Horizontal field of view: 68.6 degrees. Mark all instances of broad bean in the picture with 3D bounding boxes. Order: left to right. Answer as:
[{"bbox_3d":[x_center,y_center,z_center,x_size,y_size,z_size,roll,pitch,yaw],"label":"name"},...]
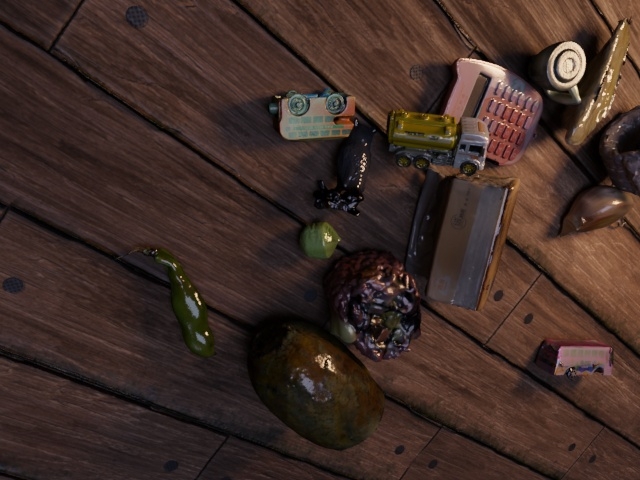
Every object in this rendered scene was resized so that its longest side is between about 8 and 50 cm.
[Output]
[{"bbox_3d":[-0.311,0.137,1.040,0.098,0.056,0.317,-29,112,-1],"label":"broad bean"}]

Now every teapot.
[{"bbox_3d":[0.571,-0.408,1.130,0.149,0.108,0.111,22,99,-21],"label":"teapot"}]

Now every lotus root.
[{"bbox_3d":[-0.022,0.338,1.129,0.250,0.250,0.346,-43,115,-1],"label":"lotus root"}]

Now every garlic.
[{"bbox_3d":[0.839,-0.091,1.363,0.267,0.148,0.128,0,73,-16],"label":"garlic"}]

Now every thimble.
[{"bbox_3d":[0.885,-0.242,1.253,0.236,0.205,0.172,-47,119,-9],"label":"thimble"}]

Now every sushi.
[{"bbox_3d":[0.128,0.169,1.148,0.237,0.171,0.270,-22,117,-12],"label":"sushi"}]

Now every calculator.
[{"bbox_3d":[0.414,-0.303,1.148,0.330,0.048,0.219,14,103,-27],"label":"calculator"}]

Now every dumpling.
[{"bbox_3d":[0.693,-0.382,1.196,0.166,0.086,0.332,25,93,-54],"label":"dumpling"}]

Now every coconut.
[{"bbox_3d":[0.000,0.000,1.086,0.096,0.088,0.087,-1,113,11],"label":"coconut"}]

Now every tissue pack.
[{"bbox_3d":[0.339,-0.018,1.159,0.239,0.238,0.305,1,109,-21],"label":"tissue pack"}]

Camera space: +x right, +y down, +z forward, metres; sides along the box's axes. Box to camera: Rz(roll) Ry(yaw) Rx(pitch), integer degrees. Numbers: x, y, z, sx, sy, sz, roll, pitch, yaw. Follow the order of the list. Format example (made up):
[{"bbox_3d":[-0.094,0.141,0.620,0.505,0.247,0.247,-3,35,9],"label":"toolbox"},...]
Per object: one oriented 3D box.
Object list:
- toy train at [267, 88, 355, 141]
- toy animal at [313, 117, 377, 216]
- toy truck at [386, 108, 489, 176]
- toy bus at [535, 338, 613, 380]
[{"bbox_3d":[-0.019,-0.264,0.986,0.188,0.072,0.099,-8,118,-18],"label":"toy train"},{"bbox_3d":[0.067,-0.161,1.032,0.121,0.117,0.209,11,107,-17],"label":"toy animal"},{"bbox_3d":[0.256,-0.223,1.037,0.227,0.098,0.114,8,137,5],"label":"toy truck"},{"bbox_3d":[0.849,0.390,1.549,0.274,0.090,0.112,7,98,-24],"label":"toy bus"}]
